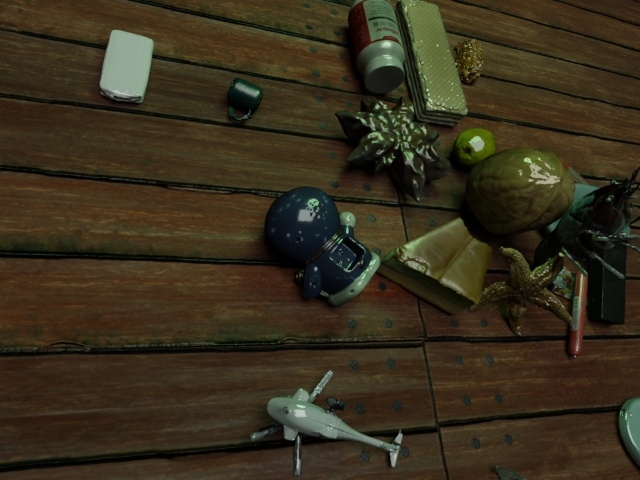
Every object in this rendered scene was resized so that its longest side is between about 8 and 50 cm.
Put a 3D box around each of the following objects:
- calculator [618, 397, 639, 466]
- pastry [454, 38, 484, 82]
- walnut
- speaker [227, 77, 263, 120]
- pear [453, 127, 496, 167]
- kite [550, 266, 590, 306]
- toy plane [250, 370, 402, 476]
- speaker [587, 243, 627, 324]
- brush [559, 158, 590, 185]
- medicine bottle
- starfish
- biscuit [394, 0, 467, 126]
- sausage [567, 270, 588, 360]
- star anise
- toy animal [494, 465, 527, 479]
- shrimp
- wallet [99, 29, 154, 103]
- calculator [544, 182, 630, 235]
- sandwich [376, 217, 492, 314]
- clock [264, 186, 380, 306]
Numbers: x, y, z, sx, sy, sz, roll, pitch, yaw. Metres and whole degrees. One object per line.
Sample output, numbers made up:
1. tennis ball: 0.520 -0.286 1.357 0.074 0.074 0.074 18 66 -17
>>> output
1. calculator: 0.821 0.494 1.083 0.295 0.042 0.184 38 58 0
2. pastry: 0.463 -0.560 1.426 0.087 0.063 0.169 14 63 -13
3. walnut: 0.471 -0.120 1.109 0.225 0.261 0.224 2 85 -18
4. speaker: -0.179 -0.319 1.071 0.075 0.060 0.094 22 95 -11
5. pear: 0.411 -0.248 1.238 0.107 0.107 0.131 49 47 6
6. kite: 0.686 0.091 1.241 0.245 0.006 0.198 -18 73 -27
7. toy plane: 0.029 0.340 0.809 0.273 0.107 0.182 40 63 -5
8. speaker: 0.747 0.104 1.206 0.082 0.044 0.218 13 77 -15
9. brush: 0.740 -0.145 1.340 0.323 0.070 0.051 43 59 -2
10. medicine bottle: 0.152 -0.529 1.249 0.131 0.131 0.250 2 65 -21
11. starfish: 0.452 0.116 1.039 0.277 0.236 0.062 41 24 -21
12. biscuit: 0.307 -0.524 1.339 0.144 0.078 0.425 3 64 -19
13. sausage: 0.645 0.181 1.161 0.034 0.034 0.253 26 62 -8
14. star anise: 0.175 -0.232 1.131 0.316 0.108 0.315 14 57 -22
15. toy animal: 0.449 0.529 0.891 0.155 0.095 0.219 -8 70 -20
16. shrimp: 0.586 -0.006 1.017 0.166 0.410 0.221 27 62 -1
17. wallet: -0.421 -0.378 1.008 0.095 0.033 0.189 8 63 -16
18. calculator: 0.732 -0.059 1.267 0.299 0.041 0.185 11 86 -15
19. sandwich: 0.254 0.033 1.039 0.220 0.108 0.186 28 59 -4
20. clock: 0.000 0.000 0.938 0.243 0.146 0.199 45 63 -5
